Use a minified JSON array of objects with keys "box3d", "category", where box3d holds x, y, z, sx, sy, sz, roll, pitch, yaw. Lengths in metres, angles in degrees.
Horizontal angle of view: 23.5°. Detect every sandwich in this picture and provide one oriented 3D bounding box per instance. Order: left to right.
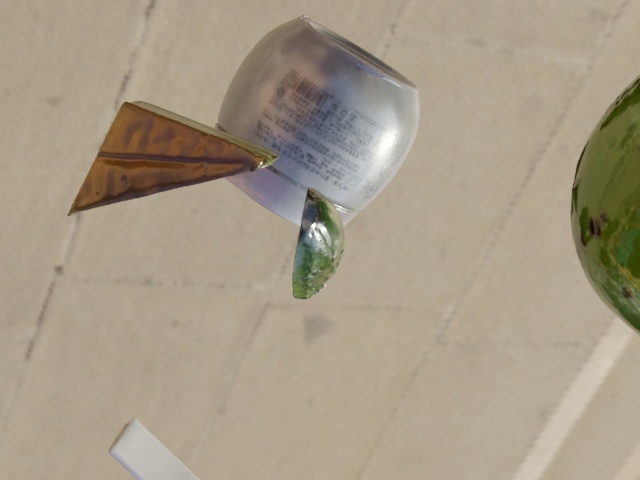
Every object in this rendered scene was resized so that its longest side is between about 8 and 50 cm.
[{"box3d":[-0.160,-0.064,1.704,0.187,0.117,0.144,22,99,1],"category":"sandwich"}]

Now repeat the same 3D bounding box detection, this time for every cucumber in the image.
[{"box3d":[0.000,0.000,1.103,0.035,0.067,0.107,12,163,3],"category":"cucumber"}]

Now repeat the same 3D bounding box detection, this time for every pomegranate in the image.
[{"box3d":[0.289,0.003,0.914,0.236,0.302,0.236,-19,138,-19],"category":"pomegranate"}]

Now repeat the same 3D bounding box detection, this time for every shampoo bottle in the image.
[{"box3d":[-0.012,-0.162,2.221,0.273,0.273,0.266,26,103,-38],"category":"shampoo bottle"}]

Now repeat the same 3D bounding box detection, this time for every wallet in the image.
[{"box3d":[-0.187,0.263,1.765,0.122,0.061,0.025,45,125,-12],"category":"wallet"}]
